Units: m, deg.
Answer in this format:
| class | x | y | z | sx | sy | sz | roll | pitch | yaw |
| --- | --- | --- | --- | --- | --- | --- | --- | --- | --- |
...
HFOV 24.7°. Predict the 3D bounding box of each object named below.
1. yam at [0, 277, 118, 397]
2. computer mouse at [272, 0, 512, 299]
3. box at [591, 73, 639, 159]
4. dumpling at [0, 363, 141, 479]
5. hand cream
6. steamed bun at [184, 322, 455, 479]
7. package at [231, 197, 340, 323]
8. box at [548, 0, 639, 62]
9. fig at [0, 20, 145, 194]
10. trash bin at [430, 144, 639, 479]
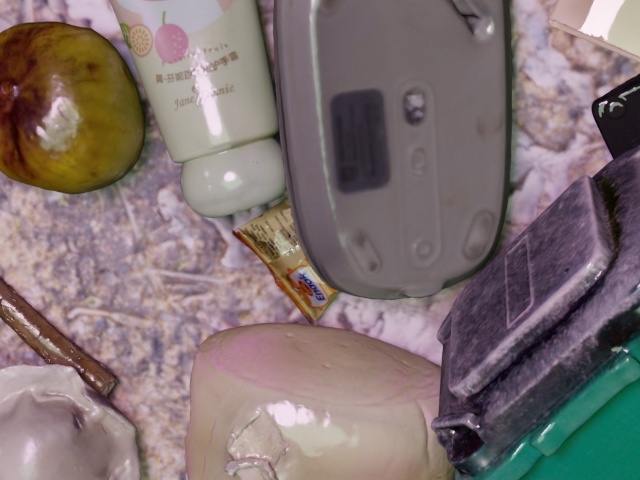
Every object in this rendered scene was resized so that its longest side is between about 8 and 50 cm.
| class | x | y | z | sx | sy | sz | roll | pitch | yaw |
| --- | --- | --- | --- | --- | --- | --- | --- | --- | --- |
| yam | -0.241 | 0.088 | 1.289 | 0.145 | 0.032 | 0.032 | 43 | 104 | -5 |
| computer mouse | 0.059 | -0.115 | 1.175 | 0.197 | 0.095 | 0.331 | -5 | 104 | -14 |
| box | 0.302 | -0.086 | 1.200 | 0.126 | 0.027 | 0.125 | -26 | 101 | 11 |
| dumpling | -0.229 | 0.180 | 1.277 | 0.127 | 0.108 | 0.188 | -37 | 98 | -3 |
| hand cream | -0.103 | -0.173 | 1.189 | 0.147 | 0.093 | 0.306 | -16 | 93 | 9 |
| steamed bun | 0.000 | 0.170 | 1.226 | 0.238 | 0.152 | 0.170 | 11 | 106 | 5 |
| package | 0.002 | -0.001 | 1.245 | 0.120 | 0.031 | 0.108 | -37 | 99 | 14 |
| box | 0.265 | -0.240 | 1.082 | 0.095 | 0.168 | 0.212 | 27 | 105 | 13 |
| fig | -0.215 | -0.106 | 1.188 | 0.136 | 0.121 | 0.153 | -34 | 100 | 17 |
| trash bin | 0.308 | 0.130 | 1.142 | 0.381 | 0.259 | 0.295 | 39 | 112 | -12 |
